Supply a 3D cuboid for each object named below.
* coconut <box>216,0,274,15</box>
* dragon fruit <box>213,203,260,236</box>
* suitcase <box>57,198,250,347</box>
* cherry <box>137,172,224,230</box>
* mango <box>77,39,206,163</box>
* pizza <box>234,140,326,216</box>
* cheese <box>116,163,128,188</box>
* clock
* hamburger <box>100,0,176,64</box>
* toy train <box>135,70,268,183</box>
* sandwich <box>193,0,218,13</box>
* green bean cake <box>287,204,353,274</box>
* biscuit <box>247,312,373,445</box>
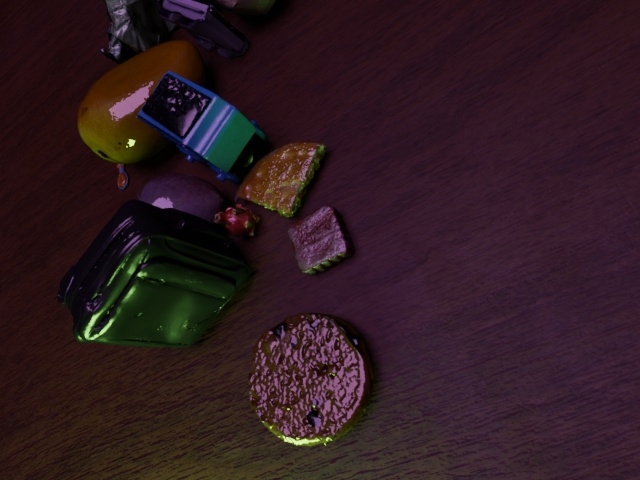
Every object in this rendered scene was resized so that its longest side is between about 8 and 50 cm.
[{"bbox_3d":[-0.224,-0.773,1.200,0.244,0.245,0.248,15,85,29],"label":"coconut"},{"bbox_3d":[-0.216,-0.053,1.074,0.086,0.116,0.081,-8,78,34],"label":"dragon fruit"},{"bbox_3d":[-0.370,0.089,0.983,0.339,0.345,0.188,-50,55,8],"label":"suitcase"},{"bbox_3d":[-0.383,-0.075,1.123,0.265,0.183,0.214,-8,87,11],"label":"cherry"},{"bbox_3d":[-0.530,-0.422,1.269,0.445,0.232,0.300,-41,58,2],"label":"mango"},{"bbox_3d":[-0.094,-0.144,1.069,0.292,0.058,0.197,-30,66,19],"label":"pizza"},{"bbox_3d":[-0.666,-0.220,1.400,0.047,0.017,0.111,-24,67,17],"label":"cheese"},{"bbox_3d":[-0.359,-0.649,1.263,0.253,0.186,0.083,34,98,30],"label":"clock"},{"bbox_3d":[-0.596,-0.707,1.396,0.150,0.261,0.276,21,121,6],"label":"hamburger"},{"bbox_3d":[-0.309,-0.295,1.098,0.300,0.265,0.188,32,89,28],"label":"toy train"},{"bbox_3d":[-0.381,-0.805,1.312,0.108,0.186,0.220,-51,43,5],"label":"sandwich"},{"bbox_3d":[0.000,0.000,0.983,0.135,0.056,0.136,-27,66,17],"label":"green bean cake"},{"bbox_3d":[-0.022,0.294,0.906,0.295,0.075,0.296,-9,68,23],"label":"biscuit"}]
